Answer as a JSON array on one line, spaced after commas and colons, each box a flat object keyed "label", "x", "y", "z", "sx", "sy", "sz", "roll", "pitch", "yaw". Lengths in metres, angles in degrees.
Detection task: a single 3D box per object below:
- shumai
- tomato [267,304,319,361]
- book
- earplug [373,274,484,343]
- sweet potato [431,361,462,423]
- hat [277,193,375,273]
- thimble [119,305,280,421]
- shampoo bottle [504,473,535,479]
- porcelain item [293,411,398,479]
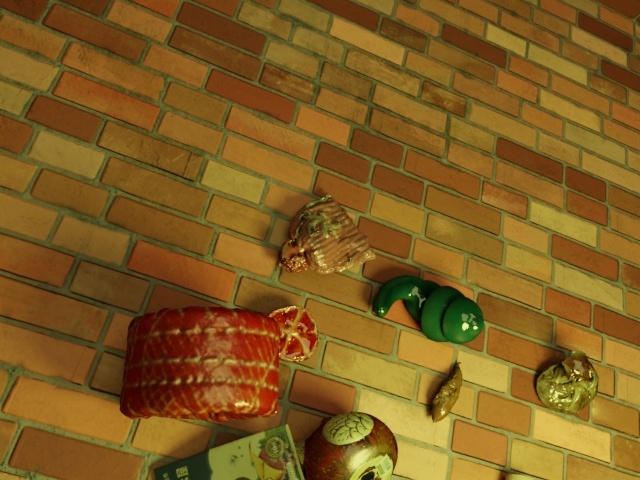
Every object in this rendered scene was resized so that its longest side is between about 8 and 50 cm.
[{"label": "shumai", "x": 0.748, "y": 0.414, "z": 1.769, "sx": 0.209, "sy": 0.153, "sz": 0.162, "roll": -1, "pitch": 62, "yaw": -17}, {"label": "tomato", "x": -0.082, "y": 0.249, "z": 1.567, "sx": 0.155, "sy": 0.069, "sz": 0.156, "roll": 9, "pitch": 63, "yaw": -18}, {"label": "book", "x": -0.193, "y": 0.574, "z": 1.360, "sx": 0.322, "sy": 0.018, "sz": 0.228, "roll": -19, "pitch": 75, "yaw": -5}, {"label": "earplug", "x": 0.318, "y": 0.191, "z": 1.687, "sx": 0.257, "sy": 0.280, "sz": 0.164, "roll": 31, "pitch": 79, "yaw": -46}, {"label": "sweet potato", "x": 0.354, "y": 0.417, "z": 1.669, "sx": 0.206, "sy": 0.060, "sz": 0.068, "roll": -51, "pitch": 124, "yaw": -39}, {"label": "hat", "x": 0.000, "y": 0.000, "z": 1.678, "sx": 0.286, "sy": 0.107, "sz": 0.237, "roll": -26, "pitch": 70, "yaw": -32}, {"label": "thimble", "x": -0.257, "y": 0.282, "z": 1.345, "sx": 0.350, "sy": 0.350, "sz": 0.231, "roll": 7, "pitch": 69, "yaw": -18}, {"label": "shampoo bottle", "x": 0.516, "y": 0.753, "z": 1.578, "sx": 0.127, "sy": 0.078, "sz": 0.257, "roll": 23, "pitch": 61, "yaw": -17}, {"label": "porcelain item", "x": 0.054, "y": 0.508, "z": 1.457, "sx": 0.252, "sy": 0.253, "sz": 0.253, "roll": 7, "pitch": 67, "yaw": -18}]
